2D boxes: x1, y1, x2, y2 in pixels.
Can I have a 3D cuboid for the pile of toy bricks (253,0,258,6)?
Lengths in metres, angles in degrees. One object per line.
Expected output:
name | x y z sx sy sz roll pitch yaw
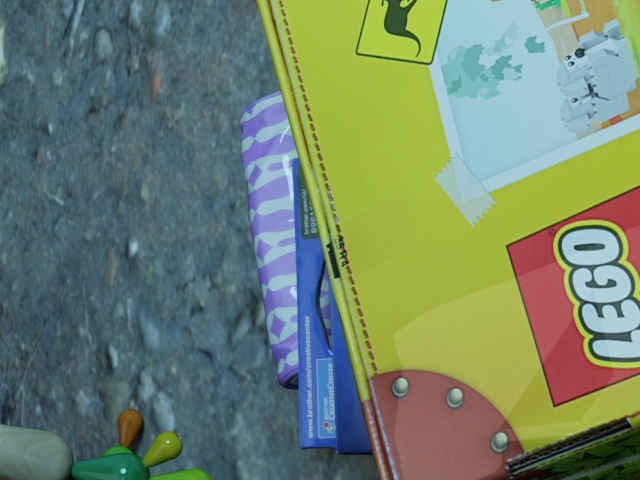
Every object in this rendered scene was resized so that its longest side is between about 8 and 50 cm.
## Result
pile of toy bricks | 0.026 -0.116 0.962 0.118 0.105 0.212 -34 68 21

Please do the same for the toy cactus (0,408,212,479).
toy cactus | -0.175 0.171 1.192 0.219 0.180 0.112 7 74 46

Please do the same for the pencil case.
pencil case | 0.000 0.000 1.040 0.088 0.086 0.206 -30 65 46

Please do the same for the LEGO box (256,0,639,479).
LEGO box | 0.165 -0.164 0.682 0.372 0.193 0.500 -25 68 29

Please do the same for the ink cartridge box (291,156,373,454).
ink cartridge box | 0.106 0.022 0.850 0.311 0.065 0.186 -6 83 33
